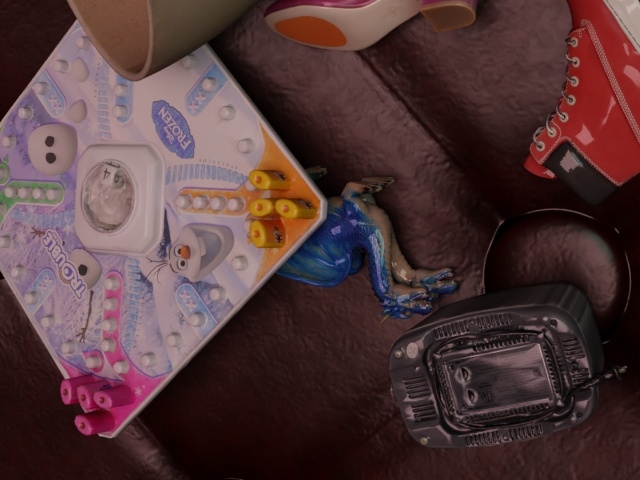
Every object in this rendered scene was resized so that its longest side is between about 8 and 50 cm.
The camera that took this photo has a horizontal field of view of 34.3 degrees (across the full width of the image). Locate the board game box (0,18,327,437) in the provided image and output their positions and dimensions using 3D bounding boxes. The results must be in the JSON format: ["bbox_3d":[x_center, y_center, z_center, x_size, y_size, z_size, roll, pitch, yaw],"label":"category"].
[{"bbox_3d":[-0.231,-0.047,1.131,0.390,0.050,0.390,-46,68,23],"label":"board game box"}]

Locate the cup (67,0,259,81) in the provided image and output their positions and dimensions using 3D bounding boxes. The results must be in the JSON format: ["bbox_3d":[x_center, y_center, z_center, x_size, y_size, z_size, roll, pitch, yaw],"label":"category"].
[{"bbox_3d":[-0.124,-0.342,0.959,0.237,0.331,0.331,-24,93,-21],"label":"cup"}]

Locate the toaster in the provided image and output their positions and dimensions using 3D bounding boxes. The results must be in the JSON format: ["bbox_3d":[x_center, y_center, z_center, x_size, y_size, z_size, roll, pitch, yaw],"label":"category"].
[{"bbox_3d":[0.186,0.114,1.009,0.227,0.146,0.129,-16,96,23],"label":"toaster"}]

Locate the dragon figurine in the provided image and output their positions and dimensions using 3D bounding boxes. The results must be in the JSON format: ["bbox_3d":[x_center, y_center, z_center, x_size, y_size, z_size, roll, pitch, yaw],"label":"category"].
[{"bbox_3d":[0.000,0.000,1.088,0.289,0.085,0.144,9,104,18],"label":"dragon figurine"}]

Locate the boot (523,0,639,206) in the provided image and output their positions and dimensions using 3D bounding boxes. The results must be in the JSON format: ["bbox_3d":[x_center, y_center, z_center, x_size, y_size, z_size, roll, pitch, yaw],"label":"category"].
[{"bbox_3d":[0.235,-0.158,0.969,0.176,0.088,0.244,-33,92,25],"label":"boot"}]

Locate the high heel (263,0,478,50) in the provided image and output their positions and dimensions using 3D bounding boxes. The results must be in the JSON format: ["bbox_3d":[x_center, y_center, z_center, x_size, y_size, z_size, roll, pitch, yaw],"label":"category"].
[{"bbox_3d":[0.055,-0.263,1.035,0.244,0.082,0.117,-2,64,37],"label":"high heel"}]
